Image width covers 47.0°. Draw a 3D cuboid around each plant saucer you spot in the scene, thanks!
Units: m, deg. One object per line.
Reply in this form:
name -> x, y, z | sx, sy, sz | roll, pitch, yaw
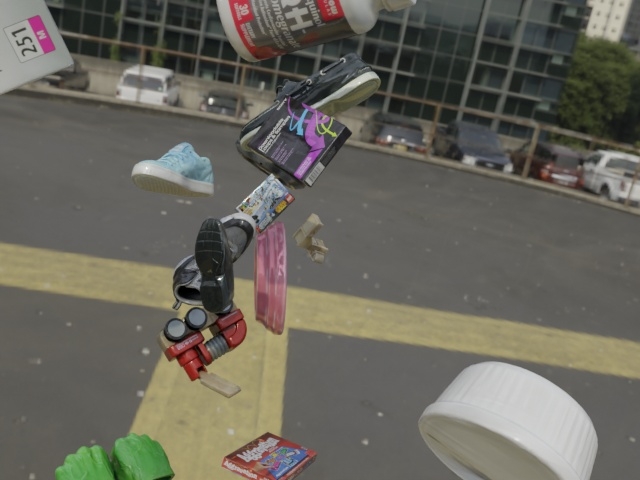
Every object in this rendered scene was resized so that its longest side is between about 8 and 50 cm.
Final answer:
plant saucer -> -0.151, 0.110, 2.156 | 0.084, 0.332, 0.332 | 1, 18, -7

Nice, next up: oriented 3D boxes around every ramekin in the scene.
ramekin -> 0.298, 0.304, 1.146 | 0.272, 0.273, 0.127 | 22, 58, 30

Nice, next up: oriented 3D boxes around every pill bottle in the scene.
pill bottle -> -0.004, -0.429, 1.268 | 0.318, 0.176, 0.176 | -10, 10, 20

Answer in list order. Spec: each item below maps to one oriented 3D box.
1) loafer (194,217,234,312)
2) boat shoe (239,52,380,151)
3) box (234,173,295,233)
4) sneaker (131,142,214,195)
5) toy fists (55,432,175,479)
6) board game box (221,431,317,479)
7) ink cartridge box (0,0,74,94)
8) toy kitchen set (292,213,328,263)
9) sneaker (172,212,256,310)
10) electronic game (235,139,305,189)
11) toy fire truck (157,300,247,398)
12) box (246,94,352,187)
loafer -> -0.185, 0.041, 1.321 | 0.062, 0.170, 0.061 | 6, 12, 21
boat shoe -> -0.040, -0.316, 1.637 | 0.113, 0.340, 0.127 | 62, 3, 15
box -> -0.146, -0.096, 1.943 | 0.094, 0.137, 0.027 | 47, -13, -9
sneaker -> -0.428, -0.214, 2.130 | 0.135, 0.150, 0.366 | -4, -5, 16
toy fists -> -0.490, 0.548, 1.753 | 0.279, 0.096, 0.142 | -6, 50, -44
board game box -> -0.114, 0.518, 1.745 | 0.145, 0.027, 0.281 | 17, 2, 16
ink cartridge box -> -0.513, -0.327, 1.015 | 0.239, 0.275, 0.060 | -27, 36, -13
toy kitchen set -> 0.000, 0.000, 1.614 | 0.083, 0.075, 0.068 | 20, 30, -43
sneaker -> -0.248, 0.059, 1.701 | 0.101, 0.268, 0.153 | 40, 23, -21
electronic game -> -0.139, -0.210, 2.050 | 0.229, 0.048, 0.229 | 33, -2, 1
toy fire truck -> -0.271, 0.284, 1.905 | 0.217, 0.246, 0.158 | -28, -7, -28
box -> -0.039, -0.171, 1.241 | 0.162, 0.116, 0.029 | 34, -5, 40
